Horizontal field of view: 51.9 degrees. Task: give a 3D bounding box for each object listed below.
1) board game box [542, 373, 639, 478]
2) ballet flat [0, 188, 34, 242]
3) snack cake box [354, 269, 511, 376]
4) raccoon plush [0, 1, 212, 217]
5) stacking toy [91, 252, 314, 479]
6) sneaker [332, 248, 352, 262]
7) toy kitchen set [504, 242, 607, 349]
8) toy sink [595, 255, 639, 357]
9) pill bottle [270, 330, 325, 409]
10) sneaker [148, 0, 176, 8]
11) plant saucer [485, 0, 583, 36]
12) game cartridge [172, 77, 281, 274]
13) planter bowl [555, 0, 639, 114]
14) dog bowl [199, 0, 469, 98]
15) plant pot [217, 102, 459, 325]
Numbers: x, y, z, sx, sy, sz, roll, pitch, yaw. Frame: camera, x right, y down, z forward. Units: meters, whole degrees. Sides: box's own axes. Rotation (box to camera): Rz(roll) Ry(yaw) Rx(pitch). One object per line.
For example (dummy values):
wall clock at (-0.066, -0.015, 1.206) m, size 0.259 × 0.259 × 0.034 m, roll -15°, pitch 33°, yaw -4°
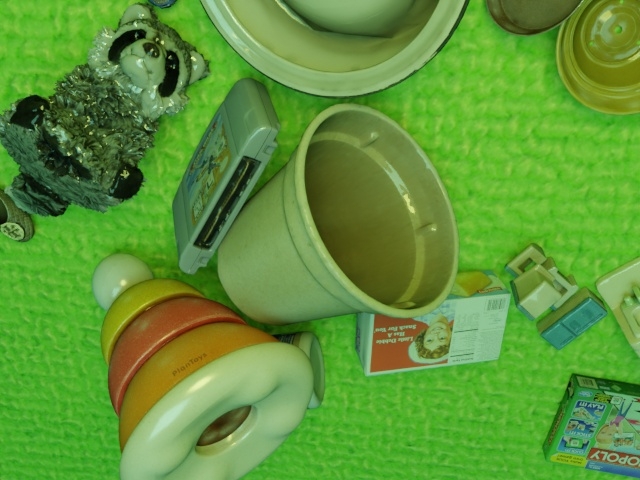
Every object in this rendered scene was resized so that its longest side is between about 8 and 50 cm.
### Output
board game box at (0.648, 0.394, 1.353) m, size 0.317 × 0.046 × 0.214 m, roll 9°, pitch 118°, yaw 2°
ballet flat at (-0.643, -0.090, 1.240) m, size 0.084 × 0.058 × 0.250 m, roll -25°, pitch 113°, yaw 20°
snack cake box at (0.202, 0.150, 1.209) m, size 0.264 × 0.089 × 0.152 m, roll -4°, pitch 120°, yaw -12°
raccoon plush at (-0.392, -0.224, 1.113) m, size 0.446 × 0.299 × 0.216 m, roll -1°, pitch 141°, yaw 44°
stacking toy at (-0.267, 0.181, 1.174) m, size 0.350 × 0.480 × 0.351 m, roll -27°, pitch 143°, yaw -23°
sneaker at (0.077, 0.085, 1.252) m, size 0.086 × 0.064 × 0.192 m, roll -2°, pitch 123°, yaw 24°
toy kitchen set at (0.409, 0.131, 1.170) m, size 0.207 × 0.166 × 0.122 m, roll 38°, pitch 116°, yaw -13°
toy sink at (0.629, 0.151, 1.175) m, size 0.152 × 0.131 × 0.234 m, roll -33°, pitch 109°, yaw 21°
pill bottle at (-0.133, 0.271, 1.321) m, size 0.264 × 0.153 × 0.153 m, roll -8°, pitch 117°, yaw 12°
sneaker at (-0.279, -0.455, 0.982) m, size 0.083 × 0.087 × 0.221 m, roll -15°, pitch 115°, yaw 15°
plant saucer at (0.316, -0.373, 0.938) m, size 0.029 × 0.168 × 0.168 m, roll 5°, pitch 131°, yaw -46°
game cartridge at (-0.167, -0.113, 1.090) m, size 0.062 × 0.198 × 0.297 m, roll 16°, pitch 121°, yaw -32°
planter bowl at (0.452, -0.304, 0.973) m, size 0.217 × 0.090 × 0.217 m, roll 3°, pitch 119°, yaw 5°
dog bowl at (0.023, -0.409, 0.883) m, size 0.407 × 0.150 × 0.408 m, roll 14°, pitch 129°, yaw 18°
plant pot at (0.000, 0.000, 1.063) m, size 0.334 × 0.334 × 0.305 m, roll 46°, pitch 136°, yaw -17°
